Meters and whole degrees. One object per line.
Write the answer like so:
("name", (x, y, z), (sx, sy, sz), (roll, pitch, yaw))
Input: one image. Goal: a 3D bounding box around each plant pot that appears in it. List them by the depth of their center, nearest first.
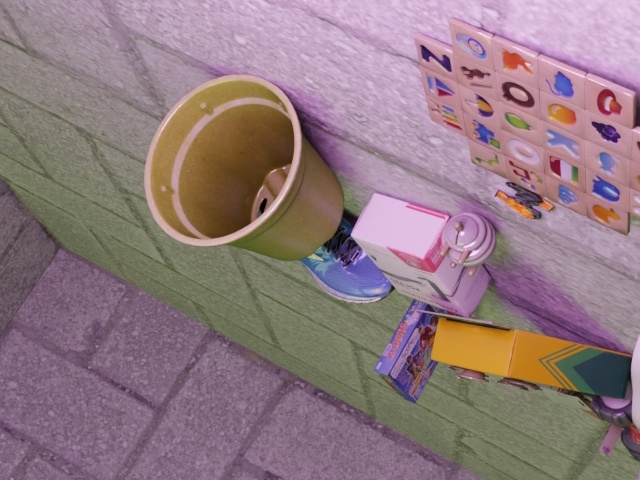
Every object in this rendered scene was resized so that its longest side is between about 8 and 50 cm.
("plant pot", (-0.096, -0.086, 1.817), (0.276, 0.276, 0.254), (22, 174, 32))

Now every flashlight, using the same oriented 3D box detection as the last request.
("flashlight", (0.571, 0.329, 2.100), (0.103, 0.103, 0.304), (51, 180, 36))

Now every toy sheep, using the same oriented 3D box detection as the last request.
("toy sheep", (0.224, 0.000, 1.734), (0.091, 0.091, 0.132), (24, 172, 24))

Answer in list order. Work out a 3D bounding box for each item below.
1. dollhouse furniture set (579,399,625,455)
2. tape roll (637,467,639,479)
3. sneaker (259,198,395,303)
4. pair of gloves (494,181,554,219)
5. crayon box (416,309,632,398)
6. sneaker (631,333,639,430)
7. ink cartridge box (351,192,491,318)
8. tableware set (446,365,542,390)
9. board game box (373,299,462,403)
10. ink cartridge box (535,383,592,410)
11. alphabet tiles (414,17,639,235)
("dollhouse furniture set", (0.558, 0.388, 2.338), (0.114, 0.081, 0.091), (30, 165, 4))
("tape roll", (0.750, 0.513, 2.195), (0.286, 0.100, 0.286), (12, 158, 5))
("sneaker", (0.000, 0.000, 2.081), (0.330, 0.130, 0.147), (30, 165, 19))
("pair of gloves", (0.283, -0.054, 1.597), (0.074, 0.010, 0.083), (31, 164, 0))
("crayon box", (0.337, 0.194, 1.932), (0.323, 0.083, 0.203), (15, 175, -31))
("sneaker", (0.568, 0.239, 1.746), (0.150, 0.135, 0.366), (26, 165, 31))
("ink cartridge box", (0.172, 0.028, 1.921), (0.158, 0.092, 0.218), (19, 163, 37))
("tableware set", (0.301, 0.242, 1.989), (0.169, 0.020, 0.141), (12, 177, 6))
("board game box", (0.192, 0.199, 2.212), (0.035, 0.201, 0.136), (18, 160, 39))
("ink cartridge box", (0.497, 0.309, 2.308), (0.063, 0.029, 0.115), (41, 161, -31))
("alphabet tiles", (0.261, -0.127, 1.332), (0.342, 0.011, 0.285), (29, 160, 27))
